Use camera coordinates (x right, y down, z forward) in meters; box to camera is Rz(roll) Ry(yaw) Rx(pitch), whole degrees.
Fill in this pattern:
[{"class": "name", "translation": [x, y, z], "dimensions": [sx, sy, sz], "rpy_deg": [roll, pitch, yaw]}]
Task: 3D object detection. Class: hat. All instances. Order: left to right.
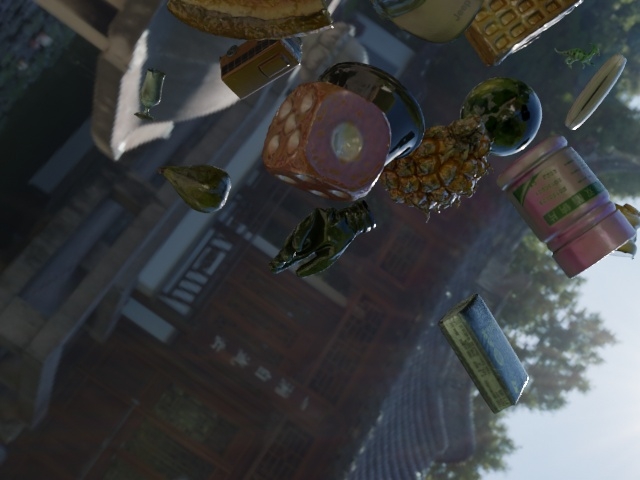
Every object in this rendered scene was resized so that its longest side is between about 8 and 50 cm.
[{"class": "hat", "translation": [0.233, -0.574, 1.799], "dimensions": [0.214, 0.245, 0.149], "rpy_deg": [-61, 152, 9]}]

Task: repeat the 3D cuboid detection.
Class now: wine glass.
[{"class": "wine glass", "translation": [-0.279, -0.240, 1.328], "dimensions": [0.042, 0.039, 0.083], "rpy_deg": [-21, 132, -62]}]

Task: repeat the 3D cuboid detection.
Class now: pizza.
[{"class": "pizza", "translation": [-0.101, -0.600, 1.834], "dimensions": [0.406, 0.440, 0.130], "rpy_deg": [-60, 151, -27]}]

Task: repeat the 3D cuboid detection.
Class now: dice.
[{"class": "dice", "translation": [0.010, -0.175, 1.482], "dimensions": [0.179, 0.174, 0.174], "rpy_deg": [0, -109, 61]}]

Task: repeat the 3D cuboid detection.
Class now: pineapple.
[{"class": "pineapple", "translation": [0.328, -0.178, 2.064], "dimensions": [0.286, 0.344, 0.209], "rpy_deg": [-25, -108, 58]}]

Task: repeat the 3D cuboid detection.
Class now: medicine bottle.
[{"class": "medicine bottle", "translation": [0.629, -0.089, 2.079], "dimensions": [0.212, 0.325, 0.212], "rpy_deg": [-33, 170, -7]}]

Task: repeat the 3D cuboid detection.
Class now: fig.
[{"class": "fig", "translation": [-0.328, -0.142, 2.109], "dimensions": [0.126, 0.185, 0.133], "rpy_deg": [98, 4, -60]}]

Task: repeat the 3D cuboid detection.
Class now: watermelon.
[{"class": "watermelon", "translation": [0.538, -0.370, 2.420], "dimensions": [0.242, 0.242, 0.242], "rpy_deg": [-54, -176, 5]}]

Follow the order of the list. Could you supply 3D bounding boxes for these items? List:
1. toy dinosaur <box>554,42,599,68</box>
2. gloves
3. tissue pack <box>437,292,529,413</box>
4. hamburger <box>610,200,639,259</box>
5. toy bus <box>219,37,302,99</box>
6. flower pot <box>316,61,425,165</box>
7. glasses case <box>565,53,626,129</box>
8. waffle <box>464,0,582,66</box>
[{"class": "toy dinosaur", "translation": [0.508, -0.372, 1.595], "dimensions": [0.062, 0.083, 0.021], "rpy_deg": [-45, 161, 24]}, {"class": "gloves", "translation": [-0.001, -0.004, 1.813], "dimensions": [0.268, 0.135, 0.107], "rpy_deg": [-29, -163, -17]}, {"class": "tissue pack", "translation": [0.405, 0.270, 1.978], "dimensions": [0.081, 0.257, 0.185], "rpy_deg": [-33, 176, 26]}, {"class": "hamburger", "translation": [0.963, -0.047, 2.754], "dimensions": [0.303, 0.261, 0.186], "rpy_deg": [22, 83, -56]}, {"class": "toy bus", "translation": [-0.146, -0.448, 2.001], "dimensions": [0.201, 0.098, 0.114], "rpy_deg": [-26, -134, 22]}, {"class": "flower pot", "translation": [0.071, -0.228, 1.728], "dimensions": [0.166, 0.269, 0.269], "rpy_deg": [-56, -176, -28]}, {"class": "glasses case", "translation": [0.752, -0.406, 2.212], "dimensions": [0.233, 0.059, 0.092], "rpy_deg": [-58, 168, 23]}, {"class": "waffle", "translation": [0.517, -0.634, 2.164], "dimensions": [0.328, 0.224, 0.098], "rpy_deg": [-36, 175, -9]}]
